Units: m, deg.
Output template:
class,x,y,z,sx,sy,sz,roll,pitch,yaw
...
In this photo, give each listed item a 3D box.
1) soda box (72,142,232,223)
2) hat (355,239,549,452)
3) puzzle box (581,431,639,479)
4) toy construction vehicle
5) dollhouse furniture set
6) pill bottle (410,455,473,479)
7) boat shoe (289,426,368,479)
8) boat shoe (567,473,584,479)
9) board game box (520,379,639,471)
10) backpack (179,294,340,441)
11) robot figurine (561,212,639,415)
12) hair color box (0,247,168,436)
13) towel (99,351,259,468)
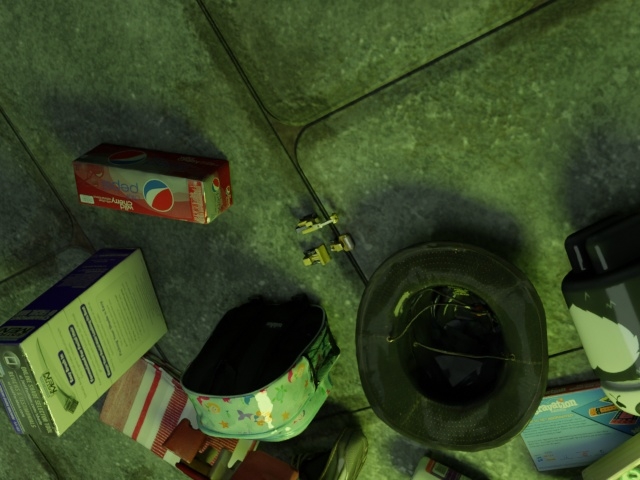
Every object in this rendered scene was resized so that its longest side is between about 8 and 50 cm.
class,x,y,z,sx,sy,sz,roll,pitch,yaw
soda box,-0.285,-0.099,1.650,0.263,0.092,0.083,10,120,22
hat,0.210,0.154,1.514,0.331,0.134,0.331,3,100,19
puzzle box,0.613,0.401,1.401,0.272,0.052,0.409,-41,105,18
toy construction vehicle,0.000,0.000,1.596,0.098,0.035,0.086,-13,110,32
dollhouse furniture set,-0.161,0.445,1.698,0.374,0.152,0.201,14,152,42
pill bottle,0.242,0.465,1.683,0.193,0.108,0.108,26,125,13
boat shoe,-0.023,0.469,1.807,0.130,0.132,0.355,30,125,9
boat shoe,0.468,0.392,1.504,0.324,0.097,0.116,-33,111,25
board game box,0.448,0.286,1.530,0.281,0.027,0.145,-16,111,33
backpack,-0.105,0.231,1.641,0.225,0.253,0.191,-2,115,27
robot figurine,0.435,0.106,1.333,0.173,0.209,0.278,-20,96,25
hair color box,-0.424,0.170,1.715,0.110,0.339,0.185,-3,115,27
towel,-0.286,0.368,1.944,0.329,0.037,0.237,30,127,9
